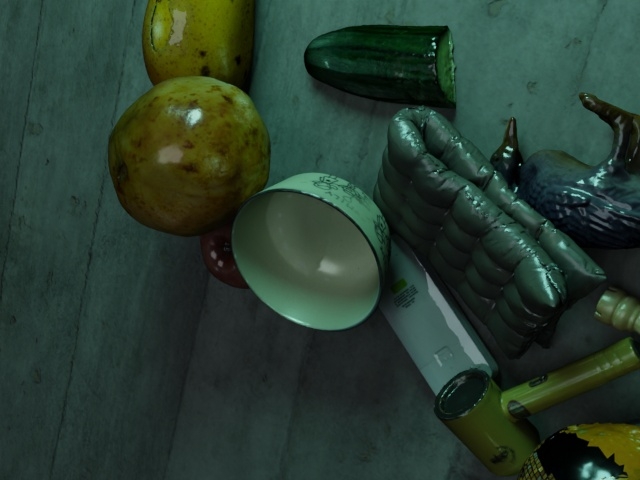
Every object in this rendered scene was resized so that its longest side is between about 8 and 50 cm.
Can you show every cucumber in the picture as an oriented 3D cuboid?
[{"bbox_3d":[0.074,-0.253,1.242,0.244,0.063,0.115,8,101,32],"label":"cucumber"}]

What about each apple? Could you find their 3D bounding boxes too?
[{"bbox_3d":[-0.119,0.001,1.361,0.153,0.120,0.153,6,101,30],"label":"apple"}]

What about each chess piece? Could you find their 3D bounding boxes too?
[{"bbox_3d":[0.410,0.103,1.085,0.122,0.066,0.066,31,112,31],"label":"chess piece"}]

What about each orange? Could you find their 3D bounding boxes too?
[{"bbox_3d":[0.339,0.301,0.974,0.234,0.234,0.182,18,95,29],"label":"orange"}]

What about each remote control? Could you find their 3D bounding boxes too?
[{"bbox_3d":[0.152,0.112,1.258,0.103,0.034,0.250,-42,74,29],"label":"remote control"}]

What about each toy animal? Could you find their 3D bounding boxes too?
[{"bbox_3d":[0.342,-0.072,1.066,0.298,0.122,0.185,34,109,31],"label":"toy animal"}]

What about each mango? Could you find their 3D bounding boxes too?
[{"bbox_3d":[-0.179,-0.337,1.316,0.160,0.191,0.290,20,102,21],"label":"mango"}]

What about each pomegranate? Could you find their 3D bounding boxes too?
[{"bbox_3d":[-0.186,-0.121,1.242,0.248,0.248,0.248,5,99,31],"label":"pomegranate"}]

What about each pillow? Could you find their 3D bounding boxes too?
[{"bbox_3d":[0.198,-0.008,1.118,0.326,0.101,0.228,50,160,18],"label":"pillow"}]

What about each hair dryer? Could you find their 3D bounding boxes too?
[{"bbox_3d":[0.297,0.206,1.125,0.278,0.090,0.135,-33,109,31],"label":"hair dryer"}]

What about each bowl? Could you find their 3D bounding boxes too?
[{"bbox_3d":[0.000,0.000,1.232,0.237,0.126,0.238,15,130,19],"label":"bowl"}]

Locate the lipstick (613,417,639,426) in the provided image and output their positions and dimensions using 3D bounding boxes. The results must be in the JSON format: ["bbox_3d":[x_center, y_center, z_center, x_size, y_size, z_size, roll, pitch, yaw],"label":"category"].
[{"bbox_3d":[0.447,0.386,1.095,0.066,0.068,0.317,-23,85,33],"label":"lipstick"}]
